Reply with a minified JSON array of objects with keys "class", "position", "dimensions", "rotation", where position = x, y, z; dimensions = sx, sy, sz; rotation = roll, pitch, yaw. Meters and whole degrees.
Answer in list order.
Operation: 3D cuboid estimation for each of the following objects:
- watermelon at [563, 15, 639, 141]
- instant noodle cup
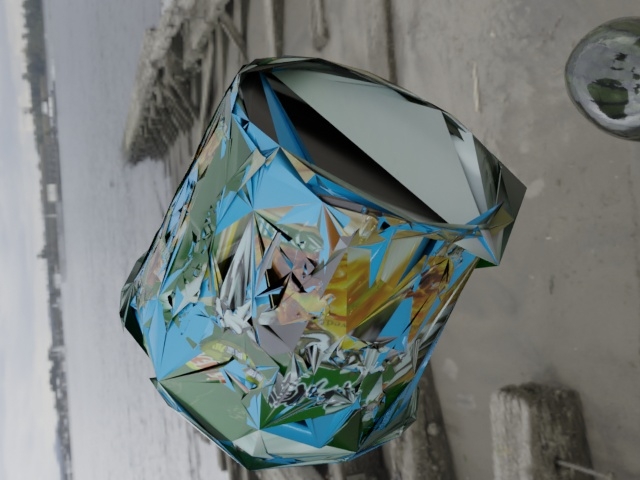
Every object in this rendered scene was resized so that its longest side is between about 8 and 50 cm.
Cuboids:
[{"class":"watermelon","position":[0.199,-0.101,0.442],"dimensions":[0.111,0.078,0.078],"rotation":[-92,6,-67]},{"class":"instant noodle cup","position":[0.000,0.000,0.466],"dimensions":[0.178,0.240,0.240],"rotation":[-63,34,33]}]
